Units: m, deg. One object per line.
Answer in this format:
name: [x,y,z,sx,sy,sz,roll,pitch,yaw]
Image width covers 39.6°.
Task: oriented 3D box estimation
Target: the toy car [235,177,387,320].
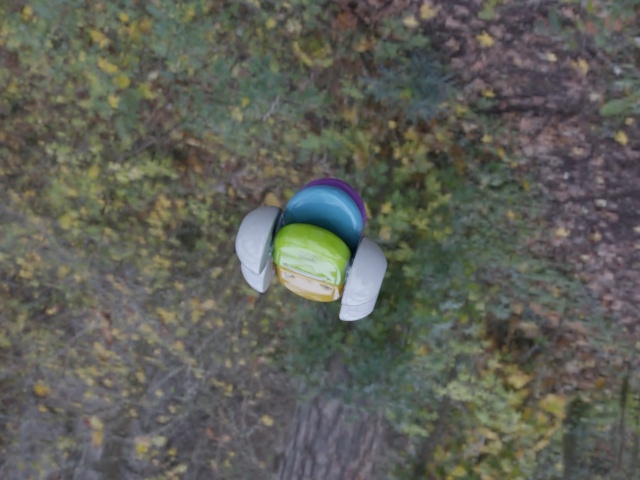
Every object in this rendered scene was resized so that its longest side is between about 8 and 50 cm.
toy car: [0.000,0.000,0.978,0.159,0.136,0.182,19,164,5]
